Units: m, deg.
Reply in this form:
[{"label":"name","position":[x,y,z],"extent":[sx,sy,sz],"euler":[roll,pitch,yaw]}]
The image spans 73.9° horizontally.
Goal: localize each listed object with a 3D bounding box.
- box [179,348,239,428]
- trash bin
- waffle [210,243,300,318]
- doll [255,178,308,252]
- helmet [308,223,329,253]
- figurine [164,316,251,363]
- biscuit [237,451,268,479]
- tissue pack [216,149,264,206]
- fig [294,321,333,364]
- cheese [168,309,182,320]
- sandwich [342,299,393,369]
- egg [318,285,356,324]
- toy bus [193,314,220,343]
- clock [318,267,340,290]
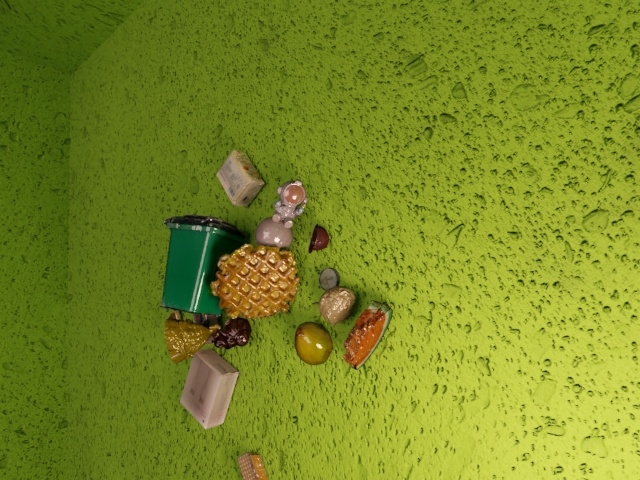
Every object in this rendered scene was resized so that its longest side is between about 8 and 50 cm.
[{"label":"box","position":[-0.467,0.614,1.785],"extent":[0.203,0.106,0.251],"euler":[25,102,36]},{"label":"trash bin","position":[-0.496,0.098,1.708],"extent":[0.295,0.259,0.381],"euler":[6,79,25]},{"label":"waffle","position":[-0.235,0.151,1.540],"extent":[0.068,0.325,0.302],"euler":[-114,22,-67]},{"label":"doll","position":[-0.137,-0.094,1.581],"extent":[0.151,0.151,0.287],"euler":[29,96,37]},{"label":"helmet","position":[0.000,0.000,1.503],"extent":[0.089,0.057,0.111],"euler":[-121,46,-69]},{"label":"figurine","position":[-0.432,0.372,1.693],"extent":[0.315,0.168,0.187],"euler":[-9,94,-3]},{"label":"biscuit","position":[-0.210,0.976,1.566],"extent":[0.094,0.054,0.378],"euler":[-41,62,30]},{"label":"tissue pack","position":[-0.336,-0.258,1.780],"extent":[0.148,0.092,0.196],"euler":[-47,60,26]},{"label":"fig","position":[-0.027,0.349,1.452],"extent":[0.136,0.121,0.153],"euler":[-34,88,26]},{"label":"cheese","position":[-0.688,0.352,2.032],"extent":[0.086,0.036,0.162],"euler":[13,94,38]},{"label":"sandwich","position":[0.126,0.298,1.314],"extent":[0.079,0.159,0.235],"euler":[36,127,31]},{"label":"egg","position":[0.055,0.210,1.397],"extent":[0.118,0.116,0.140],"euler":[41,118,5]},{"label":"toy bus","position":[-0.494,0.313,1.846],"extent":[0.112,0.090,0.274],"euler":[-28,69,36]},{"label":"clock","position":[0.030,0.137,1.488],"extent":[0.085,0.017,0.085],"euler":[-5,82,38]}]
